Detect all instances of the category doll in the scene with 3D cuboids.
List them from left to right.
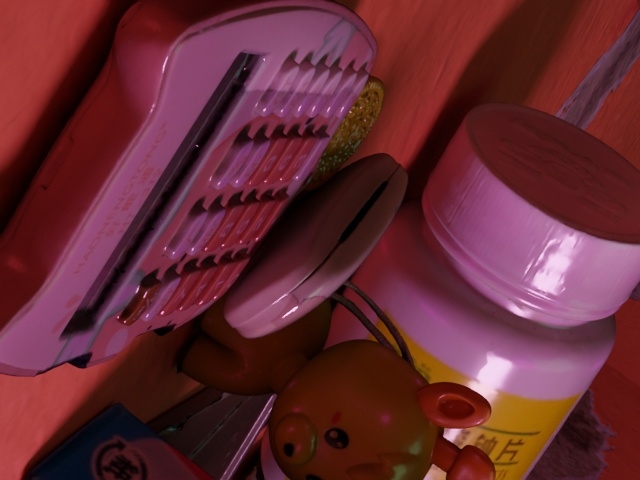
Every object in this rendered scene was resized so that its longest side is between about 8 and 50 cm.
[{"bbox_3d":[0.015,0.108,1.034,0.135,0.221,0.143,-27,147,-54],"label":"doll"}]

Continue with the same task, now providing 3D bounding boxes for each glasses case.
[{"bbox_3d":[0.000,0.000,1.000,0.081,0.051,0.204,-36,-173,32],"label":"glasses case"}]

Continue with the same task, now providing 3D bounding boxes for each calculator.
[{"bbox_3d":[-0.062,-0.033,0.790,0.220,0.048,0.330,-57,166,11],"label":"calculator"}]

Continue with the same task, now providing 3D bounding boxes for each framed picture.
[{"bbox_3d":[-0.113,0.187,1.212,0.209,0.019,0.281,-60,165,23],"label":"framed picture"}]

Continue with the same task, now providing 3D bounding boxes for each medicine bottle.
[{"bbox_3d":[0.113,0.089,1.315,0.213,0.213,0.378,-31,153,-57],"label":"medicine bottle"}]

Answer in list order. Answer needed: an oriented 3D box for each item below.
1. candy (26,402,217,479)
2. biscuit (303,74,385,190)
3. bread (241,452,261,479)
[{"bbox_3d":[-0.054,0.255,0.972,0.100,0.306,0.157,-39,160,-47],"label":"candy"},{"bbox_3d":[0.007,-0.069,0.977,0.084,0.023,0.084,-47,164,-18],"label":"biscuit"},{"bbox_3d":[-0.042,0.214,1.485,0.193,0.036,0.112,-42,167,-50],"label":"bread"}]
